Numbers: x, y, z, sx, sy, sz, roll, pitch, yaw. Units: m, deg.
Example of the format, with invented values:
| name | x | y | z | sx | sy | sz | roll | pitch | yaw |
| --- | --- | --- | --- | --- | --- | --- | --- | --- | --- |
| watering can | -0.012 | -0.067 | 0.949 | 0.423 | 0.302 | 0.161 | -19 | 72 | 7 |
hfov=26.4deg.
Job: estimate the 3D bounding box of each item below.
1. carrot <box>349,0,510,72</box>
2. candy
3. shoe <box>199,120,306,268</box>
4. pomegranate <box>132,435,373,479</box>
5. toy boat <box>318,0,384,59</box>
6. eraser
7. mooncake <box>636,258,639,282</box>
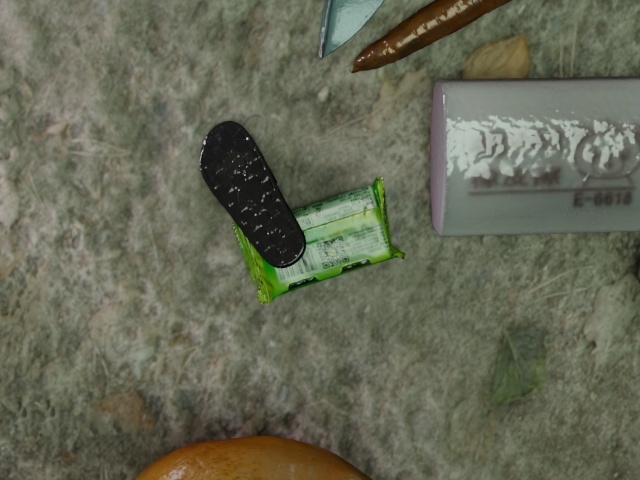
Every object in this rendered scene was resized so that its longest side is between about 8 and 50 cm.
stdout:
| name | x | y | z | sx | sy | sz | roll | pitch | yaw |
| --- | --- | --- | --- | --- | --- | --- | --- | --- | --- |
| carrot | 0.129 | -0.245 | 1.500 | 0.224 | 0.057 | 0.057 | -30 | 102 | 4 |
| candy | 0.000 | 0.000 | 1.542 | 0.178 | 0.032 | 0.102 | -18 | 98 | 0 |
| shoe | -0.073 | -0.047 | 1.515 | 0.071 | 0.049 | 0.179 | -33 | 78 | 3 |
| pomegranate | -0.077 | 0.418 | 1.440 | 0.417 | 0.416 | 0.416 | -1 | 101 | -5 |
| toy boat | 0.030 | -0.258 | 1.501 | 0.096 | 0.034 | 0.122 | 8 | 109 | -7 |
| eraser | 0.261 | -0.095 | 1.519 | 0.270 | 0.095 | 0.174 | -1 | 104 | -4 |
| mooncake | 0.510 | 0.072 | 1.551 | 0.250 | 0.136 | 0.254 | -28 | 104 | -3 |
